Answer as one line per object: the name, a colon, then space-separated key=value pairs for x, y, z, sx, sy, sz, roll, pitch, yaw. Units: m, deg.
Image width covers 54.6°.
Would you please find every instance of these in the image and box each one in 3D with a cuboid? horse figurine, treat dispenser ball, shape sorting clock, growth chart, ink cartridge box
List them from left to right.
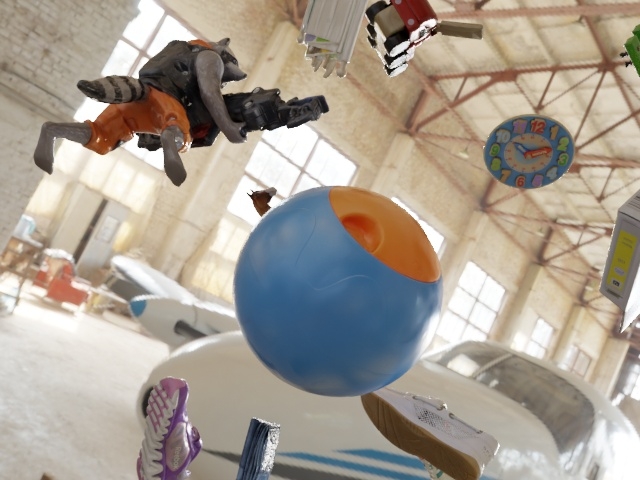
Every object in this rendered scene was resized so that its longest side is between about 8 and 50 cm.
horse figurine: x=0.000 y=0.000 z=1.102 sx=0.174 sy=0.066 sz=0.263 roll=-10 pitch=-44 yaw=33
growth chart: x=0.015 y=-0.354 z=0.984 sx=0.021 sy=0.172 sz=0.237 roll=11 pitch=23 yaw=-27
treat dispenser ball: x=0.024 y=0.067 z=0.852 sx=0.288 sy=0.288 sz=0.288 roll=26 pitch=-7 yaw=3
shape sorting clock: x=0.491 y=-0.205 z=1.464 sx=0.206 sy=0.040 sz=0.206 roll=9 pitch=-52 yaw=11
ink cartridge box: x=0.609 y=-0.028 z=1.084 sx=0.072 sy=0.303 sz=0.307 roll=38 pitch=-22 yaw=33

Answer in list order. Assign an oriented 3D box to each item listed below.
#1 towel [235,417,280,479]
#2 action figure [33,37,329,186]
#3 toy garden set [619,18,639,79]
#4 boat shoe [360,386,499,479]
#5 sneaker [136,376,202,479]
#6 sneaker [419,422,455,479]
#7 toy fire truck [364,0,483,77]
towel: x=-0.077 y=0.278 z=0.748 sx=0.029 sy=0.120 sz=0.067 roll=8 pitch=-17 yaw=18
action figure: x=-0.176 y=-0.199 z=0.849 sx=0.341 sy=0.330 sz=0.179 roll=-5 pitch=-57 yaw=21
toy garden set: x=0.821 y=-0.449 z=1.535 sx=0.049 sy=0.244 sz=0.204 roll=-13 pitch=-61 yaw=52
boat shoe: x=0.187 y=0.323 z=1.095 sx=0.277 sy=0.096 sz=0.098 roll=23 pitch=-47 yaw=45
sneaker: x=-0.264 y=0.352 z=1.130 sx=0.104 sy=0.237 sz=0.095 roll=5 pitch=21 yaw=-28
sneaker: x=0.211 y=0.424 z=1.188 sx=0.075 sy=0.161 sz=0.057 roll=5 pitch=-15 yaw=-22
toy fire truck: x=0.253 y=-0.511 z=1.488 sx=0.159 sy=0.246 sz=0.217 roll=61 pitch=3 yaw=8
